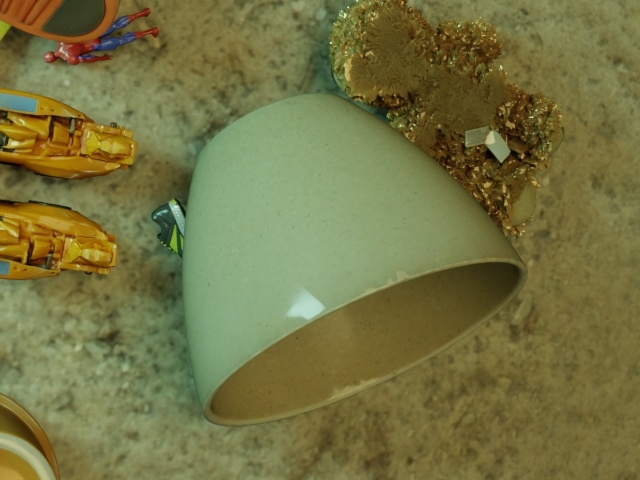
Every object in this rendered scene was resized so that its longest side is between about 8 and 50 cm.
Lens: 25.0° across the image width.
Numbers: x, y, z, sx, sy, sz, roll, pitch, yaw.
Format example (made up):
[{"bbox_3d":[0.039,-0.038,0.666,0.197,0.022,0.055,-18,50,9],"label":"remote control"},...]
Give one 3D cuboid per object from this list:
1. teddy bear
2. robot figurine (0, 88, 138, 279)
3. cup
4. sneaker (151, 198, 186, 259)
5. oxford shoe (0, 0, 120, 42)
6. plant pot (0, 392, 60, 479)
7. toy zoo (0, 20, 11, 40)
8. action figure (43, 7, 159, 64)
[{"bbox_3d":[0.132,-0.140,1.566,0.338,0.113,0.245,14,87,-32],"label":"teddy bear"},{"bbox_3d":[-0.323,-0.060,1.326,0.291,0.085,0.211,8,92,-26],"label":"robot figurine"},{"bbox_3d":[0.000,0.000,1.389,0.331,0.331,0.237,-15,69,-26],"label":"cup"},{"bbox_3d":[-0.144,-0.001,1.454,0.035,0.031,0.083,-19,104,2],"label":"sneaker"},{"bbox_3d":[-0.343,-0.307,1.312,0.364,0.130,0.132,27,42,-14],"label":"oxford shoe"},{"bbox_3d":[-0.314,0.226,1.261,0.205,0.188,0.205,2,86,-26],"label":"plant pot"},{"bbox_3d":[-0.361,-0.274,1.363,0.192,0.030,0.293,37,72,-19],"label":"toy zoo"},{"bbox_3d":[-0.219,-0.197,1.428,0.115,0.030,0.038,-21,90,-21],"label":"action figure"}]
